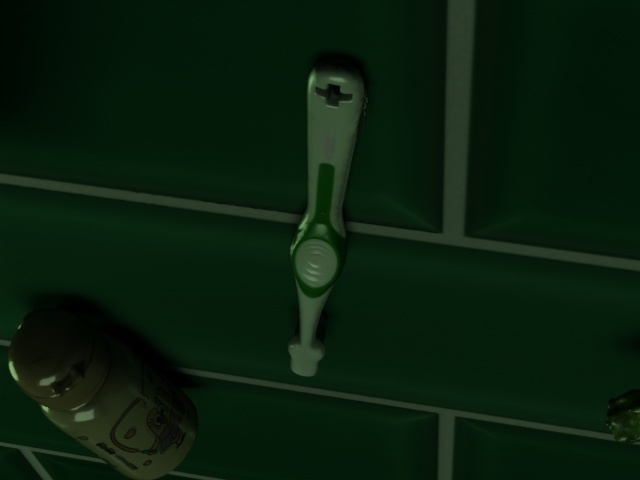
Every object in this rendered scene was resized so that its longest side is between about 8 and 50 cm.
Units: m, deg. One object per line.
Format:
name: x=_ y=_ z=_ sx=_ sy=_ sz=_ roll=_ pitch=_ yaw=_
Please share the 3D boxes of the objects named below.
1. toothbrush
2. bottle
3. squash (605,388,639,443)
toothbrush: x=-0.001 y=0.004 z=0.957 sx=0.042 sy=0.040 sz=0.418 roll=13 pitch=153 yaw=4
bottle: x=-0.201 y=0.132 z=1.237 sx=0.110 sy=0.097 sz=0.209 roll=47 pitch=177 yaw=40
squash: x=0.374 y=0.111 z=0.927 sx=0.370 sy=0.118 sz=0.118 roll=-10 pitch=145 yaw=40
